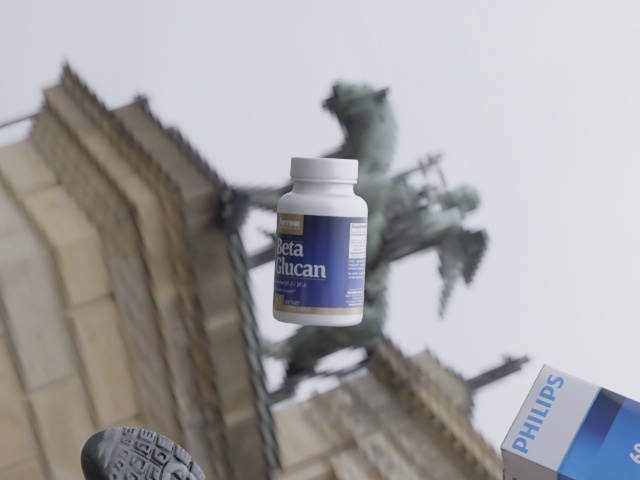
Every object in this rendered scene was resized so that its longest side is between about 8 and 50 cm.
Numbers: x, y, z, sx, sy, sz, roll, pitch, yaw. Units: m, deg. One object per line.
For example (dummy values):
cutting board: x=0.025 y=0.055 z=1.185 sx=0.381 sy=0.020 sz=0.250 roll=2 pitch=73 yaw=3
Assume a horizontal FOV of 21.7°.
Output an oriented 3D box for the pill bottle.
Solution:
pill bottle: x=0.000 y=0.000 z=1.717 sx=0.094 sy=0.094 sz=0.169 roll=-172 pitch=-96 yaw=-69

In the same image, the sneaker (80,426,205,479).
sneaker: x=-0.139 y=0.291 z=1.517 sx=0.130 sy=0.109 sz=0.286 roll=-21 pitch=-65 yaw=31

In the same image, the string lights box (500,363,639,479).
string lights box: x=0.253 y=0.189 z=1.119 sx=0.259 sy=0.077 sz=0.133 roll=22 pitch=-27 yaw=20
